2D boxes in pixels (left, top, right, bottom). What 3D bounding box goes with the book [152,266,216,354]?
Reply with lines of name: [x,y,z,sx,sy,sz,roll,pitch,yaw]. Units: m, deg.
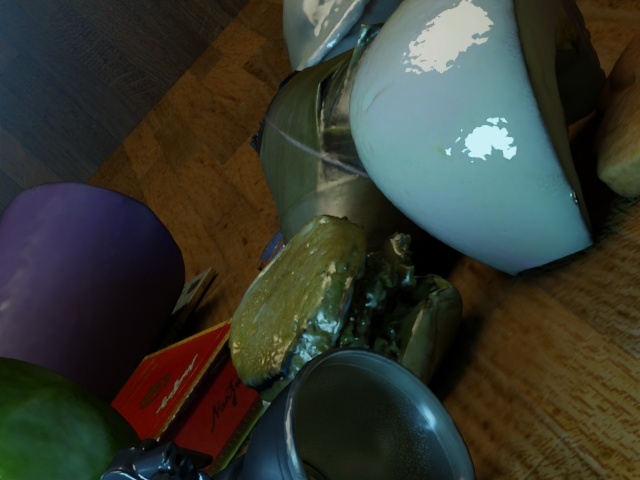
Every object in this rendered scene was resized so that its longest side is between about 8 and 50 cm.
book: [-0.185,0.110,2.109,0.118,0.012,0.172,-34,19,47]

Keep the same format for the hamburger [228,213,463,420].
hamburger: [0.016,0.079,1.347,0.185,0.131,0.159,-51,21,17]

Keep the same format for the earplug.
earplug: [-0.297,0.161,1.910,0.215,0.215,0.456,-37,24,40]

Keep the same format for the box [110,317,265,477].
box: [-0.130,0.159,1.686,0.153,0.074,0.240,-51,12,-28]

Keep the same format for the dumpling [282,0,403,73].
dumpling: [0.029,-0.214,2.115,0.175,0.243,0.227,15,78,32]

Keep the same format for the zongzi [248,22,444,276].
zongzi: [0.003,-0.004,1.576,0.318,0.154,0.289,-70,16,-12]

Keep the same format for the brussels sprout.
brussels sprout: [-0.305,0.253,1.535,0.355,0.281,0.289,-48,9,48]

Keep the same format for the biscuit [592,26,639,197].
biscuit: [0.283,-0.162,1.343,0.202,0.047,0.334,-30,23,52]

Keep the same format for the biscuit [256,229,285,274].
biscuit: [0.000,0.000,1.803,0.183,0.043,0.280,-56,12,-18]

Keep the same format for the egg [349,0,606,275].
egg: [0.105,-0.102,1.365,0.161,0.206,0.271,-18,34,20]

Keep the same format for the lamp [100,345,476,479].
lamp: [-0.038,0.173,1.150,0.227,0.172,0.147,-35,20,38]
